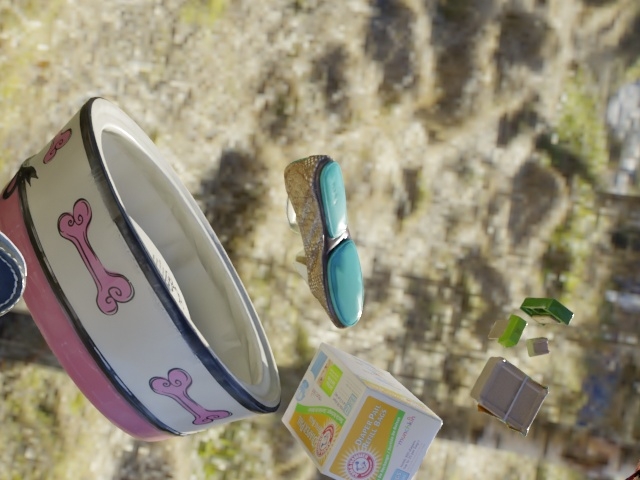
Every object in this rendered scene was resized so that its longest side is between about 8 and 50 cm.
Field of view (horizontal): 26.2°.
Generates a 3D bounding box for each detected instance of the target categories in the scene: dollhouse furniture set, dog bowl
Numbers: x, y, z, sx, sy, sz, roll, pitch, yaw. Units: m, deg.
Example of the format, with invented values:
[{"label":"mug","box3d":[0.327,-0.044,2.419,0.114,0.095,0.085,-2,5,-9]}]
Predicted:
[{"label":"dollhouse furniture set","box3d":[0.214,0.132,1.500,0.151,0.076,0.058,-60,-163,-15]},{"label":"dog bowl","box3d":[-0.210,0.048,1.565,0.408,0.150,0.408,59,6,-10]}]

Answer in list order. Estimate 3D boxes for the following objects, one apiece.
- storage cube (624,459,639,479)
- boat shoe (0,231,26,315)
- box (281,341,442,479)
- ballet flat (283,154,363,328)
[{"label":"storage cube","box3d":[0.409,0.265,1.348,0.183,0.215,0.193,-54,169,-39]},{"label":"boat shoe","box3d":[-0.363,0.010,1.071,0.303,0.091,0.114,14,96,-32]},{"label":"box","box3d":[0.044,0.210,1.601,0.114,0.103,0.203,-63,-163,2]},{"label":"ballet flat","box3d":[0.000,0.000,1.522,0.073,0.067,0.206,-33,122,-48]}]
